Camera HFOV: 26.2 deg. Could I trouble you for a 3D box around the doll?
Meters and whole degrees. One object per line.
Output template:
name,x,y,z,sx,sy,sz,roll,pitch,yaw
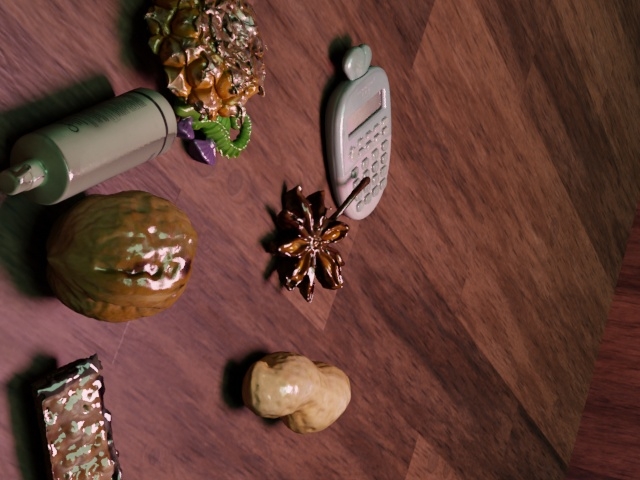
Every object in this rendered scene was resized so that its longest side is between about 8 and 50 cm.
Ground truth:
doll,-0.143,-0.161,1.798,0.115,0.050,0.190,-66,151,-14

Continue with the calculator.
calculator,0.061,-0.173,2.188,0.184,0.042,0.295,-44,137,-49

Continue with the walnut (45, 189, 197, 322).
walnut,-0.234,0.017,1.577,0.184,0.155,0.155,-4,101,-47

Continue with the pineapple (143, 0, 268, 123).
pineapple,-0.130,-0.249,1.713,0.225,0.076,0.225,30,52,-47

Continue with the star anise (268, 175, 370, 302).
star anise,0.003,0.000,2.079,0.234,0.073,0.177,-9,98,-44

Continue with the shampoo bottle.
shampoo bottle,-0.266,-0.101,1.541,0.262,0.085,0.085,-34,127,-55

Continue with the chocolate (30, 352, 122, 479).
chocolate,-0.289,0.292,1.640,0.102,0.065,0.329,-24,118,-42

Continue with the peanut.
peanut,-0.035,0.224,2.052,0.263,0.101,0.117,31,50,-60
